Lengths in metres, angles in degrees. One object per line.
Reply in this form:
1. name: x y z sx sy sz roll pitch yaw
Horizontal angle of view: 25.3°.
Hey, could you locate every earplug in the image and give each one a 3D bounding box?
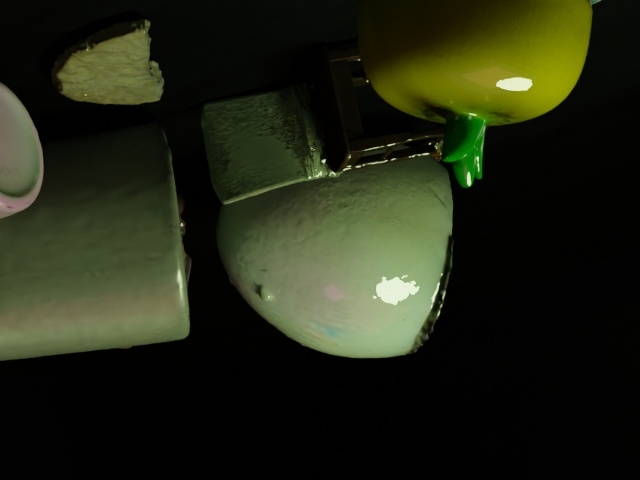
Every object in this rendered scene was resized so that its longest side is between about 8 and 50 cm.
1. earplug: -0.395 0.013 2.001 0.393 0.313 0.312 -8 167 -8

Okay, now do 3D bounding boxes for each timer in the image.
1. timer: 0.166 -0.194 1.577 0.285 0.285 0.285 -11 167 -2

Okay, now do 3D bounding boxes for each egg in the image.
1. egg: 0.000 0.000 2.262 0.339 0.355 0.354 10 162 -15

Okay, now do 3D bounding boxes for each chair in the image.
1. chair: 0.003 -0.165 1.934 0.319 0.160 0.186 -11 173 -8

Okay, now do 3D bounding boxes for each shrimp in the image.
1. shrimp: 0.172 -0.143 2.427 0.091 0.043 0.184 1 163 -33

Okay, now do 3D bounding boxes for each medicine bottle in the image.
1. medicine bottle: -0.508 -0.081 1.773 0.290 0.178 0.178 -18 166 24

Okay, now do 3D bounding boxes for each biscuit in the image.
1. biscuit: -0.264 -0.210 1.759 0.133 0.032 0.250 -11 168 -4

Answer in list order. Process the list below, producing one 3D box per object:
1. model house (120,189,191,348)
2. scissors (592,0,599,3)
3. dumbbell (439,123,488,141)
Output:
1. model house: -0.329 0.051 2.383 0.236 0.238 0.202 -15 165 13
2. scissors: 0.336 -0.319 1.830 0.125 0.030 0.256 -7 169 -25
3. dumbbell: 0.231 -0.185 2.308 0.083 0.040 0.036 -21 133 33
